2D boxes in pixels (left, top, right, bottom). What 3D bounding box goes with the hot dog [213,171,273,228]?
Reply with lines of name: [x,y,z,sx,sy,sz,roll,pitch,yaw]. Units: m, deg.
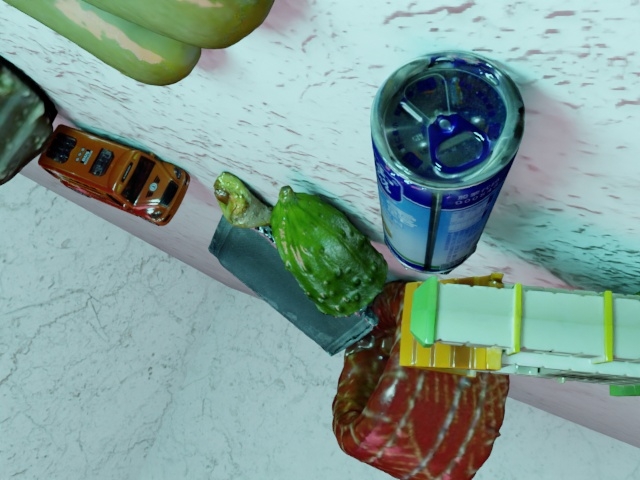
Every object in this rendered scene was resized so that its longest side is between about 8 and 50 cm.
hot dog: [-0.128,-0.051,0.965,0.078,0.061,0.169,18,167,33]

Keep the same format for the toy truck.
toy truck: [-0.358,-0.116,1.029,0.252,0.107,0.114,20,168,23]

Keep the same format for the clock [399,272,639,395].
clock: [0.212,0.088,0.601,0.255,0.106,0.220,5,165,7]

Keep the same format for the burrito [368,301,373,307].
burrito: [0.122,0.164,1.335,0.445,0.101,0.139,35,153,-34]

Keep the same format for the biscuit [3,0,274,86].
biscuit: [-0.190,-0.206,0.390,0.290,0.062,0.237,29,167,-30]

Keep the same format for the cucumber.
cucumber: [-0.002,0.003,0.832,0.134,0.134,0.244,17,157,35]

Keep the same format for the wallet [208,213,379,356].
wallet: [-0.056,0.072,1.136,0.342,0.075,0.237,40,151,1]

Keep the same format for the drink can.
drink can: [0.091,-0.042,0.464,0.097,0.097,0.235,22,169,14]

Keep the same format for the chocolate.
chocolate: [-0.571,-0.191,0.878,0.225,0.210,0.340,18,168,19]

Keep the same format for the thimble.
thimble: [0.175,0.259,1.087,0.230,0.350,0.350,24,169,-9]
